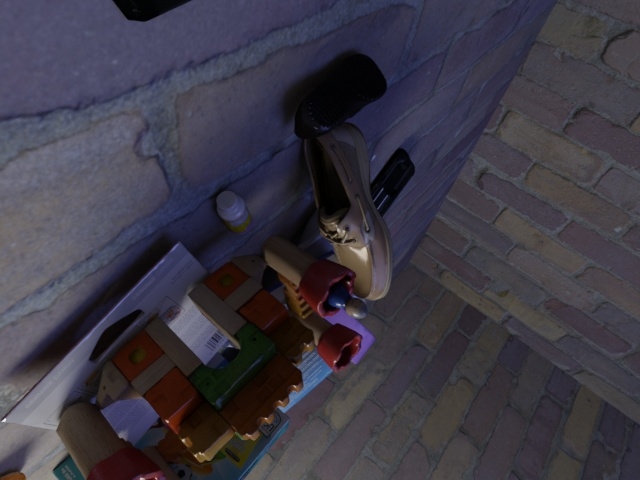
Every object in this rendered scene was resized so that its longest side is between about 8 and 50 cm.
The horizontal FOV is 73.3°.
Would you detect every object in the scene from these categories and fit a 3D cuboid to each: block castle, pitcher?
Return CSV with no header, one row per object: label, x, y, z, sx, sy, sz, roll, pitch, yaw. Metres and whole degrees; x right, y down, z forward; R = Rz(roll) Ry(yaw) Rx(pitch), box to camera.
block castle,-0.116,0.235,0.676,0.453,0.213,0.303,-42,146,-25
pitcher,0.000,0.000,0.980,0.207,0.125,0.178,-47,165,17

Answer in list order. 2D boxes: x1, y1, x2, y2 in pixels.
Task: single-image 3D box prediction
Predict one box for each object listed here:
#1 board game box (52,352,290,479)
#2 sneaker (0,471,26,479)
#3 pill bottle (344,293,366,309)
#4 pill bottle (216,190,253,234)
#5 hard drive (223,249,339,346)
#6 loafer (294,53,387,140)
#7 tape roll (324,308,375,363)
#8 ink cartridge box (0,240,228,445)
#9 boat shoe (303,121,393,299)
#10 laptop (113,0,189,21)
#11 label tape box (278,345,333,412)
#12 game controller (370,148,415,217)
board game box,-0.263,0.392,0.814,0.336,0.254,0.079,-43,160,-32
sneaker,-0.489,0.428,0.579,0.215,0.083,0.084,-45,163,-23
pill bottle,0.044,0.202,1.412,0.301,0.169,0.169,-53,163,-1
pill bottle,-0.133,-0.043,0.658,0.043,0.043,0.083,-49,162,-14
hard drive,-0.086,0.140,0.966,0.319,0.040,0.210,-31,163,1
loafer,0.026,-0.229,0.689,0.220,0.080,0.078,-42,-167,-36
tape roll,0.017,0.218,1.182,0.090,0.275,0.275,-51,163,-10
ink cartridge box,-0.270,0.159,0.658,0.296,0.066,0.261,-49,148,-16
boat shoe,0.041,-0.040,0.794,0.110,0.122,0.341,-24,103,-44
laptop,-0.085,-0.326,0.276,0.234,0.137,0.264,61,41,-73
label tape box,-0.127,0.334,1.189,0.241,0.106,0.334,-42,136,4
game controller,0.174,-0.129,1.315,0.319,0.067,0.166,-54,149,2
